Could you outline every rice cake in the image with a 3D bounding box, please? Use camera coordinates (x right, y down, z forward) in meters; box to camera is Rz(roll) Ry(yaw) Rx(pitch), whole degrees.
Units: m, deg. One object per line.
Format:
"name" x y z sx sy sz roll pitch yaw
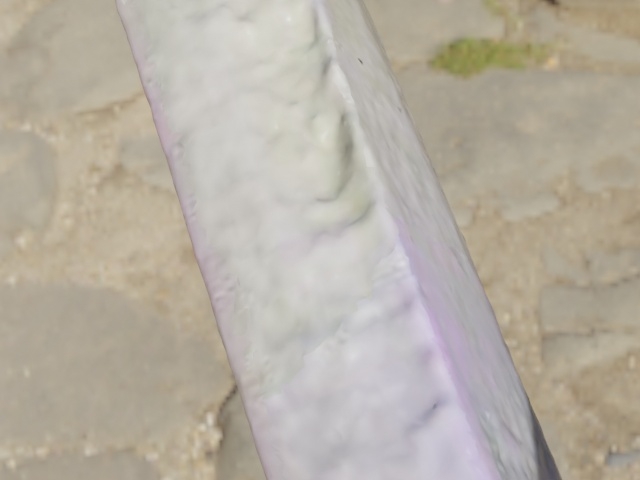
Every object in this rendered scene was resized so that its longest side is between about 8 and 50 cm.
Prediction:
"rice cake" 0.000 0.000 0.432 0.064 0.070 0.399 -27 63 14
